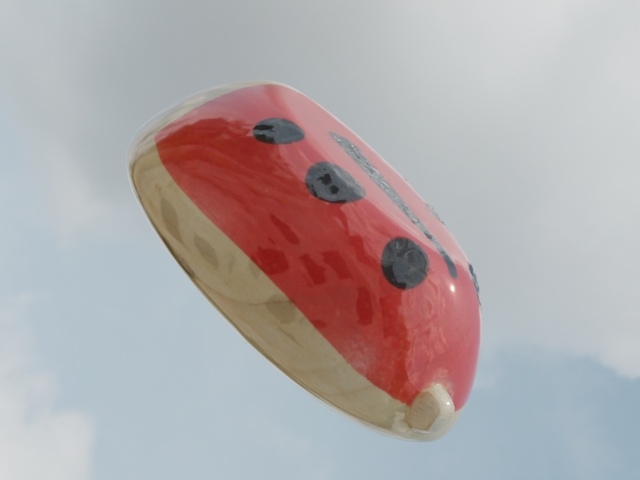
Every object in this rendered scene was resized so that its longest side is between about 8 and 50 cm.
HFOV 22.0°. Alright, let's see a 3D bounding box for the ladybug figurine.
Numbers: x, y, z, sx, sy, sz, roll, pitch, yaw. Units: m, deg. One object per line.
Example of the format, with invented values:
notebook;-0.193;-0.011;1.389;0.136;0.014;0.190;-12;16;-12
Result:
ladybug figurine;0.000;0.000;1.484;0.162;0.305;0.449;-53;-127;15
